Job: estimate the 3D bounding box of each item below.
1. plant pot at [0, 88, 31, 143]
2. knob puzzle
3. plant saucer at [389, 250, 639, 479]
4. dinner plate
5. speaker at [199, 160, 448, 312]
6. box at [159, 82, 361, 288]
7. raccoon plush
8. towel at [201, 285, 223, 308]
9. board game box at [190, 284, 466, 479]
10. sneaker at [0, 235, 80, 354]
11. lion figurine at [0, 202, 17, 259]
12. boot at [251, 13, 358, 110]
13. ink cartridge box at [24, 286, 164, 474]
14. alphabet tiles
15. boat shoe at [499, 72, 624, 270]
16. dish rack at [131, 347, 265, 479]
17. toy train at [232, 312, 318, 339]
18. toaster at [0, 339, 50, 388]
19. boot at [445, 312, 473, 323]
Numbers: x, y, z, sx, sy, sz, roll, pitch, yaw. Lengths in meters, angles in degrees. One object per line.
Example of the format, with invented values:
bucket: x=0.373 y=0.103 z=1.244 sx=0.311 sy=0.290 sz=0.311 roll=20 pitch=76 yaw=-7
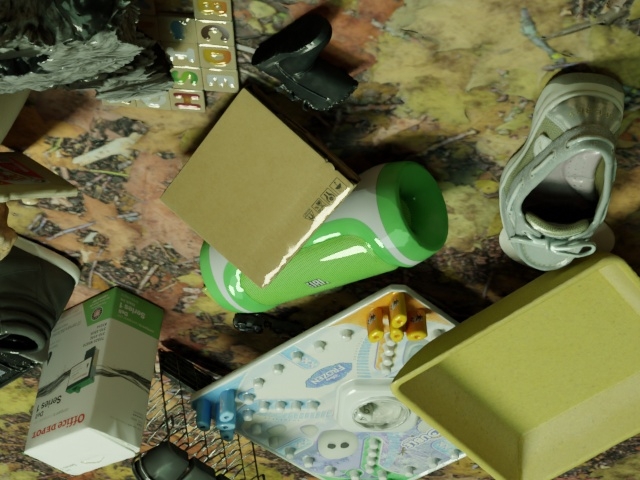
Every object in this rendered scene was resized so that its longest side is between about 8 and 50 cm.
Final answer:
plant pot: x=-0.425 y=-0.125 z=1.375 sx=0.256 sy=0.274 sz=0.256 roll=6 pitch=147 yaw=4
knob puzzle: x=-0.394 y=-0.064 z=1.539 sx=0.213 sy=0.213 sz=0.030 roll=7 pitch=106 yaw=-1
plant saucer: x=0.302 y=0.158 z=1.774 sx=0.333 sy=0.081 sz=0.333 roll=-32 pitch=131 yaw=19
dinner plate: x=0.291 y=0.005 z=1.702 sx=0.141 sy=0.017 sz=0.141 roll=5 pitch=146 yaw=3
speaker: x=0.000 y=0.000 z=1.644 sx=0.296 sy=0.131 sz=0.131 roll=-19 pitch=140 yaw=34
box: x=-0.072 y=-0.058 z=1.554 sx=0.164 sy=0.021 sz=0.201 roll=41 pitch=128 yaw=-1
raccoon plush: x=-0.279 y=-0.286 z=1.250 sx=0.216 sy=0.299 sz=0.446 roll=-11 pitch=178 yaw=1
towel: x=-0.115 y=0.072 z=1.887 sx=0.083 sy=0.009 sz=0.060 roll=-11 pitch=143 yaw=25
board game box: x=0.084 y=0.244 z=1.942 sx=0.390 sy=0.050 sz=0.390 roll=-31 pitch=132 yaw=30
sneaker: x=-0.463 y=0.054 z=1.794 sx=0.296 sy=0.147 sz=0.104 roll=23 pitch=146 yaw=-23
lion figurine: x=-0.514 y=-0.012 z=1.562 sx=0.240 sy=0.392 sz=0.142 roll=44 pitch=118 yaw=-2
boot: x=-0.003 y=-0.181 z=1.431 sx=0.099 sy=0.045 sz=0.121 roll=32 pitch=147 yaw=-31
ink cartridge box: x=-0.314 y=0.198 z=1.925 sx=0.092 sy=0.219 sz=0.160 roll=31 pitch=140 yaw=-34
alphabet tiles: x=-0.187 y=-0.212 z=1.448 sx=0.198 sy=0.009 sz=0.237 roll=4 pitch=148 yaw=3
boat shoe: x=0.266 y=-0.053 z=1.529 sx=0.118 sy=0.103 sz=0.320 roll=7 pitch=147 yaw=-2
dish rack: x=-0.175 y=0.282 z=1.991 sx=0.074 sy=0.271 sz=0.208 roll=-41 pitch=121 yaw=17
toy train: x=-0.046 y=0.127 z=1.945 sx=0.158 sy=0.027 sz=0.036 roll=10 pitch=151 yaw=-5
toaster: x=-0.489 y=0.133 z=1.957 sx=0.168 sy=0.110 sz=0.186 roll=28 pitch=142 yaw=-29
boot: x=0.099 y=0.185 z=1.951 sx=0.264 sy=0.096 sz=0.280 roll=16 pitch=145 yaw=-12
